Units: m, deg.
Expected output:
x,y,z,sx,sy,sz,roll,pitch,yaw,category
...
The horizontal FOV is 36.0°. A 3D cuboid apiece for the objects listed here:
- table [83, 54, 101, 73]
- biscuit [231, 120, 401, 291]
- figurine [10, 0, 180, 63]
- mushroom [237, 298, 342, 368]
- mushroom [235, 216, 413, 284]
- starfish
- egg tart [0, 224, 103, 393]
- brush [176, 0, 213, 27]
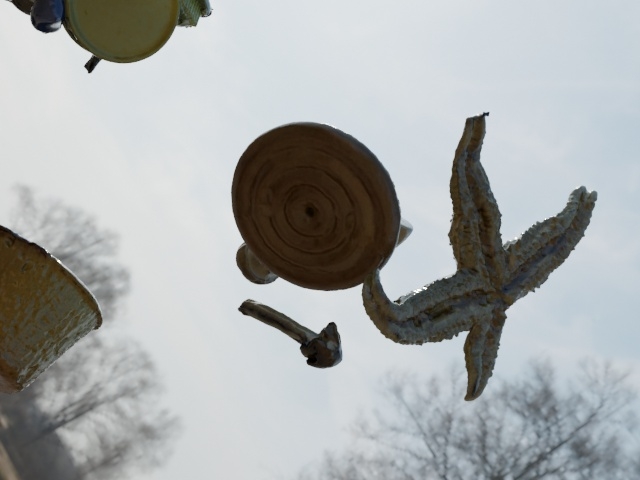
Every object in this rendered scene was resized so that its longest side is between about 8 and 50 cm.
x,y,z,sx,sy,sz,roll,pitch,yaw,category
-0.272,-0.363,1.142,0.249,0.317,0.317,-35,-98,29,table
-0.012,-0.040,1.385,0.262,0.037,0.261,9,-62,18,biscuit
-0.223,-0.253,0.876,0.275,0.161,0.158,42,-22,57,figurine
-0.042,0.118,1.350,0.187,0.061,0.060,28,-35,34,mushroom
0.000,0.000,1.674,0.350,0.128,0.128,-18,-79,39,mushroom
0.234,0.005,1.414,0.324,0.432,0.082,46,-22,-29,starfish
-0.399,0.090,1.267,0.215,0.170,0.215,23,-31,15,egg tart
-0.211,-0.367,1.314,0.068,0.060,0.297,19,-18,16,brush
